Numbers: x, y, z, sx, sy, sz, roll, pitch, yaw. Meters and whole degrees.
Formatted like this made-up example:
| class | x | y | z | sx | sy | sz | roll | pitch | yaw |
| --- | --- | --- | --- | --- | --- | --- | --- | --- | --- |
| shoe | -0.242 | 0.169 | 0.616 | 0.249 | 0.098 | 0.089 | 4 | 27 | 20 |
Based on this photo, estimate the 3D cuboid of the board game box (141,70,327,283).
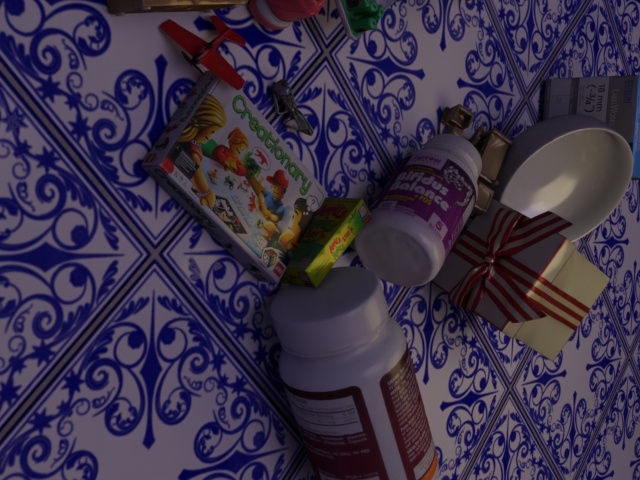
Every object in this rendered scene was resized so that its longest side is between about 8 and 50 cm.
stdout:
| class | x | y | z | sx | sy | sz | roll | pitch | yaw |
| --- | --- | --- | --- | --- | --- | --- | --- | --- | --- |
| board game box | -0.125 | -0.095 | 1.315 | 0.305 | 0.053 | 0.192 | 48 | 60 | -38 |

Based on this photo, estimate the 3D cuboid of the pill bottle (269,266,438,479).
| class | x | y | z | sx | sy | sz | roll | pitch | yaw |
| --- | --- | --- | --- | --- | --- | --- | --- | --- | --- |
| pill bottle | 0.056 | 0.258 | 1.420 | 0.224 | 0.224 | 0.392 | -36 | 119 | -39 |

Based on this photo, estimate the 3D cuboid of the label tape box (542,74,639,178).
| class | x | y | z | sx | sy | sz | roll | pitch | yaw |
| --- | --- | --- | --- | --- | --- | --- | --- | --- | --- |
| label tape box | 0.704 | -0.267 | 1.967 | 0.106 | 0.334 | 0.240 | 2 | 92 | -55 |

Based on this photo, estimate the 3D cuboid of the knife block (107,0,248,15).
| class | x | y | z | sx | sy | sz | roll | pitch | yaw |
| --- | --- | --- | --- | --- | --- | --- | --- | --- | --- |
| knife block | -0.233 | -0.439 | 1.140 | 0.276 | 0.088 | 0.241 | -17 | 107 | -44 |

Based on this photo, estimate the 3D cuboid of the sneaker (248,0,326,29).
| class | x | y | z | sx | sy | sz | roll | pitch | yaw |
| --- | --- | --- | --- | --- | --- | --- | --- | --- | --- |
| sneaker | -0.060 | -0.492 | 1.283 | 0.116 | 0.136 | 0.313 | -33 | 117 | -40 |

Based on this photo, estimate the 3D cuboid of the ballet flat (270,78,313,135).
| class | x | y | z | sx | sy | sz | roll | pitch | yaw |
| --- | --- | --- | --- | --- | --- | --- | --- | --- | --- |
| ballet flat | -0.052 | -0.217 | 1.398 | 0.041 | 0.041 | 0.114 | -51 | 127 | -31 |

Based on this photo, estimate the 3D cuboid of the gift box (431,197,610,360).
| class | x | y | z | sx | sy | sz | roll | pitch | yaw |
| --- | --- | --- | --- | --- | --- | --- | --- | --- | --- |
| gift box | 0.425 | 0.075 | 1.709 | 0.258 | 0.276 | 0.255 | 31 | 90 | -40 |

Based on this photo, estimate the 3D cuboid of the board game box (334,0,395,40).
| class | x | y | z | sx | sy | sz | roll | pitch | yaw |
| --- | --- | --- | --- | --- | --- | --- | --- | --- | --- |
| board game box | 0.082 | -0.599 | 1.422 | 0.390 | 0.050 | 0.389 | -54 | 130 | -46 |

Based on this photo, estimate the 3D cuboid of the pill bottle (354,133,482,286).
| class | x | y | z | sx | sy | sz | roll | pitch | yaw |
| --- | --- | --- | --- | --- | --- | --- | --- | --- | --- |
| pill bottle | 0.198 | -0.068 | 1.567 | 0.301 | 0.169 | 0.169 | -56 | 130 | -38 |

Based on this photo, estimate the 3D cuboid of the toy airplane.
| class | x | y | z | sx | sy | sz | roll | pitch | yaw |
| --- | --- | --- | --- | --- | --- | --- | --- | --- | --- |
| toy airplane | -0.160 | -0.291 | 1.238 | 0.151 | 0.028 | 0.151 | 25 | 40 | -24 |

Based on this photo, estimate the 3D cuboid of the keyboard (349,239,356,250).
| class | x | y | z | sx | sy | sz | roll | pitch | yaw |
| --- | --- | --- | --- | --- | --- | --- | --- | --- | --- |
| keyboard | 0.116 | 0.013 | 1.615 | 0.256 | 0.014 | 0.072 | 35 | 74 | -43 |

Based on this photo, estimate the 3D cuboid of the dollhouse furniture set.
| class | x | y | z | sx | sy | sz | roll | pitch | yaw |
| --- | --- | --- | --- | --- | --- | --- | --- | --- | --- |
| dollhouse furniture set | 0.291 | -0.164 | 1.748 | 0.161 | 0.101 | 0.181 | 32 | 70 | -18 |

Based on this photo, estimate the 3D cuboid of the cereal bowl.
| class | x | y | z | sx | sy | sz | roll | pitch | yaw |
| --- | --- | --- | --- | --- | --- | --- | --- | --- | --- |
| cereal bowl | 0.519 | -0.144 | 1.867 | 0.339 | 0.141 | 0.338 | -12 | 132 | -14 |

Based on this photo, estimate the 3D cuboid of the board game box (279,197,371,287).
| class | x | y | z | sx | sy | sz | roll | pitch | yaw |
| --- | --- | --- | --- | --- | --- | --- | --- | --- | --- |
| board game box | 0.000 | 0.000 | 1.428 | 0.181 | 0.092 | 0.043 | -52 | 127 | -30 |
